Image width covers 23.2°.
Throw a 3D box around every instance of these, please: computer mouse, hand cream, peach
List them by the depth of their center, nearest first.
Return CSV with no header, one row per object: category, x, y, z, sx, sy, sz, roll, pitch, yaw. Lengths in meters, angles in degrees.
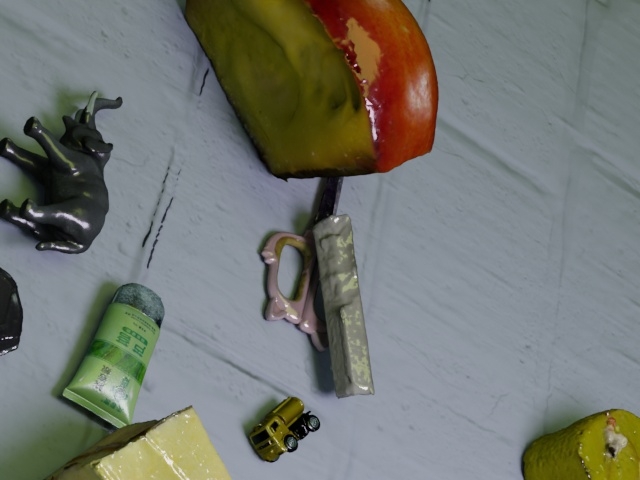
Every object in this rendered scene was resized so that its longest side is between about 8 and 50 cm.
computer mouse,-0.406,0.055,1.717,0.192,0.062,0.106,45,47,-4
hand cream,-0.234,0.131,1.833,0.095,0.046,0.175,36,50,-24
peach,0.017,-0.239,2.072,0.242,0.306,0.380,-19,74,-32

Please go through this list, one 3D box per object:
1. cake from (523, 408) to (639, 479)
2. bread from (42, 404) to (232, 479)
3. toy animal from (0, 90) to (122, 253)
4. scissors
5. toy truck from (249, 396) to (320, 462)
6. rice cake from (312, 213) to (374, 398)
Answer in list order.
cake,0.414,0.372,2.186,0.179,0.156,0.260,-16,80,-38
bread,-0.175,0.331,1.690,0.163,0.167,0.264,-27,87,-44
toy animal,-0.311,-0.095,1.869,0.137,0.082,0.269,28,48,-30
scissors,0.000,0.000,2.120,0.160,0.024,0.317,32,50,-21
toy truck,-0.048,0.236,1.933,0.054,0.049,0.083,54,44,-2
rice cake,0.030,0.087,2.039,0.052,0.057,0.256,10,62,-38
